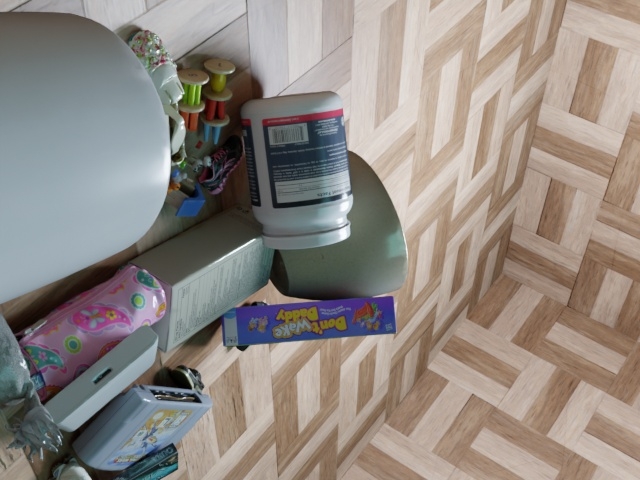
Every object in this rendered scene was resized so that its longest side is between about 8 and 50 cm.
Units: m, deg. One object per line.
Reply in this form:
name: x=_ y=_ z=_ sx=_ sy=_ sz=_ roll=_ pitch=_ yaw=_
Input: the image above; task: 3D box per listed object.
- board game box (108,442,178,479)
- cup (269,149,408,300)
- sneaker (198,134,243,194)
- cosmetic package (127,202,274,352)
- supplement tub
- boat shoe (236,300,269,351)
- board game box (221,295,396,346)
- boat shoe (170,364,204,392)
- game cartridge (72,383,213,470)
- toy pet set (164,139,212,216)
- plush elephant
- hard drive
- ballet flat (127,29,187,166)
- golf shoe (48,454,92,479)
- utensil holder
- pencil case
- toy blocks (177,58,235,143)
board game box: x=-0.384 y=0.499 z=1.789 sx=0.186 sy=0.026 sz=0.126 roll=-28 pitch=157 yaw=-23
cup: x=0.000 y=0.000 z=1.829 sx=0.237 sy=0.331 sz=0.331 roll=-23 pitch=141 yaw=-20
sneaker: x=-0.186 y=-0.145 z=1.582 sx=0.057 sy=0.047 sz=0.119 roll=31 pitch=86 yaw=-54
cosmetic package: x=-0.223 y=0.064 z=1.640 sx=0.309 sy=0.113 sz=0.160 roll=-31 pitch=142 yaw=-48
supplement tub: x=-0.041 y=-0.134 z=1.593 sx=0.191 sy=0.191 sz=0.272 roll=-23 pitch=110 yaw=-55
boat shoe: x=-0.165 y=0.198 z=1.989 sx=0.042 sy=0.049 sz=0.133 roll=18 pitch=108 yaw=-38
board game box: x=-0.027 y=0.173 z=1.809 sx=0.233 sy=0.347 sz=0.078 roll=102 pitch=-16 yaw=-83
boat shoe: x=-0.284 y=0.299 z=1.850 sx=0.049 sy=0.056 sz=0.152 roll=-59 pitch=164 yaw=-27
game cartridge: x=-0.356 y=0.379 z=1.725 sx=0.198 sy=0.062 sz=0.297 roll=-50 pitch=156 yaw=5
toy pet set: x=-0.223 y=-0.092 z=1.472 sx=0.114 sy=0.065 sz=0.122 roll=-53 pitch=-174 yaw=37
plush elephant: x=-0.504 y=0.189 z=1.057 sx=0.255 sy=0.330 sz=0.271 roll=-24 pitch=147 yaw=-28
hard drive: x=-0.362 y=0.238 z=1.434 sx=0.203 sy=0.040 sz=0.307 roll=-40 pitch=177 yaw=-18
ballet flat: x=-0.245 y=-0.215 z=1.340 sx=0.091 sy=0.077 sz=0.241 roll=-42 pitch=149 yaw=-34
golf shoe: x=-0.473 y=0.498 z=1.639 sx=0.069 sy=0.086 sz=0.176 roll=-39 pitch=149 yaw=-45
utensil holder: x=-0.392 y=-0.077 z=0.892 sx=0.385 sy=0.328 sz=0.327 roll=-26 pitch=138 yaw=-55
pencil case: x=-0.385 y=0.145 z=1.395 sx=0.284 sy=0.124 sz=0.124 roll=-35 pitch=145 yaw=-43
toy blocks: x=-0.200 y=-0.222 z=1.451 sx=0.123 sy=0.054 sz=0.148 roll=-35 pitch=145 yaw=-47
